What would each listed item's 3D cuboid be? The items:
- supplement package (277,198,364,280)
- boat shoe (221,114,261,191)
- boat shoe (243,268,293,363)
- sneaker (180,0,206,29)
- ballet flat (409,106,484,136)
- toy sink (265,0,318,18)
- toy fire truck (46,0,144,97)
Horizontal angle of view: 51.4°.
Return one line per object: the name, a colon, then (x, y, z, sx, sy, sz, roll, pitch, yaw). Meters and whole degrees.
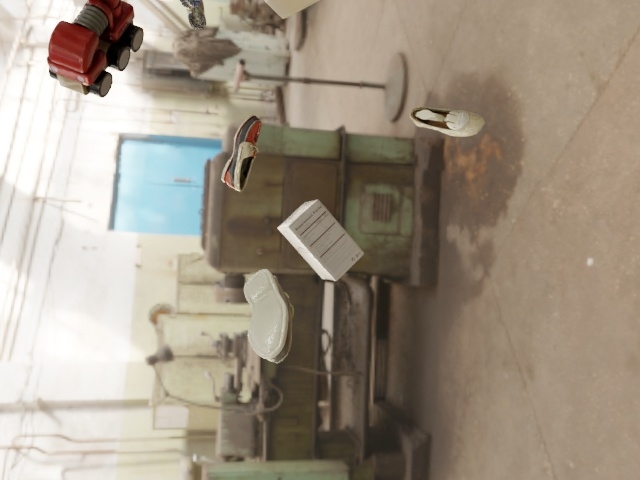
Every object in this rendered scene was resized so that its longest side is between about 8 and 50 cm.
supplement package: (0.000, 0.000, 1.633, 0.179, 0.105, 0.105, 49, 167, -12)
boat shoe: (-0.132, -0.154, 1.180, 0.043, 0.049, 0.137, 34, 108, 29)
boat shoe: (-0.108, 0.182, 1.546, 0.091, 0.109, 0.305, 51, -171, -31)
sneaker: (-0.299, -0.563, 1.548, 0.135, 0.052, 0.058, 87, 177, -54)
ballet flat: (0.269, -0.259, 1.439, 0.052, 0.168, 0.057, 14, -92, -57)
toy sink: (-0.001, -0.478, 1.028, 0.153, 0.234, 0.131, 66, -169, -1)
toy fire truck: (-0.440, -0.434, 1.325, 0.246, 0.158, 0.217, 107, -174, -61)
